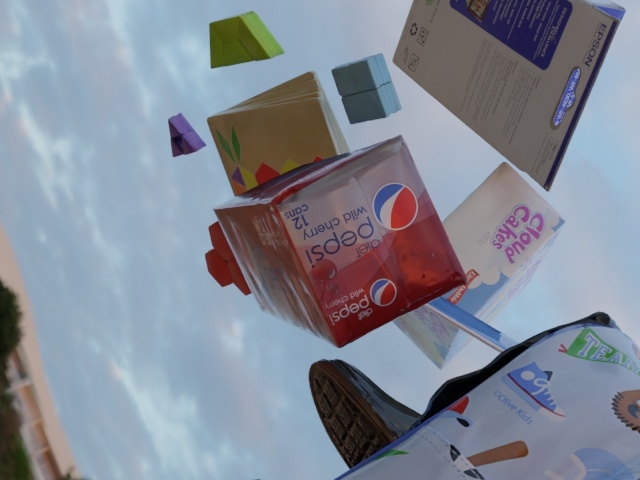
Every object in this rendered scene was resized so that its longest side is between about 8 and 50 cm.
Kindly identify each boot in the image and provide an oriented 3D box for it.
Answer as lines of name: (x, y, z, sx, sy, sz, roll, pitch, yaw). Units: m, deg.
boot: (0.093, 0.146, 0.764, 0.219, 0.106, 0.082, 46, -33, 20)

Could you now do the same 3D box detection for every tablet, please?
tablet: (0.111, 0.063, 0.829, 0.083, 0.054, 0.006, 30, -79, 18)

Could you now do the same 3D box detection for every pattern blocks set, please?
pattern blocks set: (-0.027, -0.056, 0.964, 0.324, 0.026, 0.286, 11, -58, 49)

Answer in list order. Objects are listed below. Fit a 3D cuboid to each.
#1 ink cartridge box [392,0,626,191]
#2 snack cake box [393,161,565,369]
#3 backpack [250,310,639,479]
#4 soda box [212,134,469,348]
ink cartridge box: (0.186, -0.185, 1.090, 0.333, 0.065, 0.165, 55, -49, 53)
snack cake box: (0.158, 0.036, 1.186, 0.089, 0.152, 0.264, 46, -8, 13)
backpack: (0.095, 0.175, 0.496, 0.213, 0.263, 0.277, 35, -23, 36)
soda box: (0.000, 0.000, 0.715, 0.092, 0.083, 0.263, 65, -10, -5)
